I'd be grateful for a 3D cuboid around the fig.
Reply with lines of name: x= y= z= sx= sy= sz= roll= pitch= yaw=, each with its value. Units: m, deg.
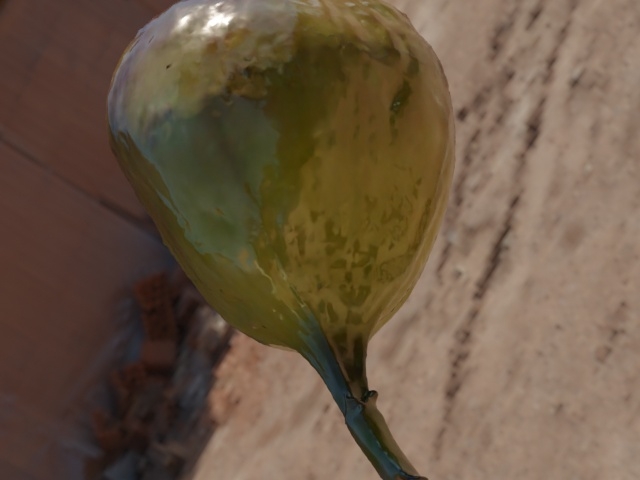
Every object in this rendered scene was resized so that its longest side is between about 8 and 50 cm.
fig: x=0.000 y=0.000 z=0.713 sx=0.159 sy=0.159 sz=0.257 roll=-47 pitch=47 yaw=33
